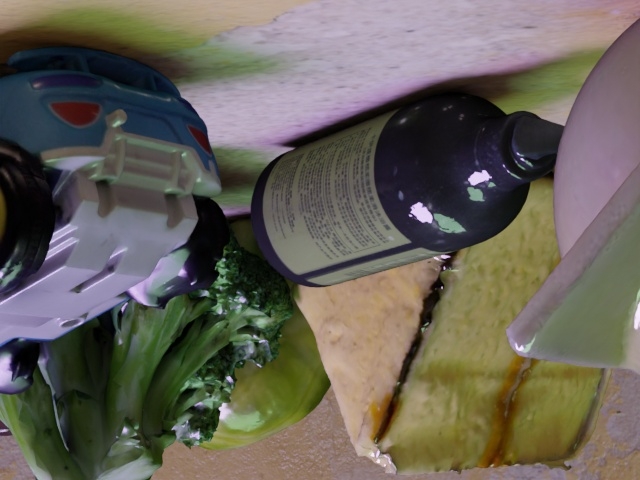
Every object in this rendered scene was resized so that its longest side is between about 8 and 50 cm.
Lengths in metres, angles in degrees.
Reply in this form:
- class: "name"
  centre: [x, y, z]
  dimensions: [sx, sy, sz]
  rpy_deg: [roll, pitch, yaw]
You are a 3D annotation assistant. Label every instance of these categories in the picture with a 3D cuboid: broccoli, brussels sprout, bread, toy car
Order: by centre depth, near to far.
- class: "toy car"
  centre: [-0.210, -0.006, 1.082]
  dimensions: [0.314, 0.166, 0.198]
  rpy_deg: [-29, 158, 30]
- class: "broccoli"
  centre: [-0.162, 0.069, 1.352]
  dimensions: [0.265, 0.245, 0.294]
  rpy_deg: [-24, 159, 35]
- class: "bread"
  centre: [0.154, 0.053, 1.400]
  dimensions: [0.263, 0.198, 0.236]
  rpy_deg: [2, 143, -46]
- class: "brussels sprout"
  centre: [-0.074, 0.084, 1.595]
  dimensions: [0.223, 0.223, 0.161]
  rpy_deg: [-11, 153, 41]

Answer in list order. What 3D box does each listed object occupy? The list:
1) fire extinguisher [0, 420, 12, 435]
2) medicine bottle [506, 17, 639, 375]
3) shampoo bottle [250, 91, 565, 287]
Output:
- class: "fire extinguisher"
  centre: [-0.300, 0.111, 1.656]
  dimensions: [0.105, 0.141, 0.341]
  rpy_deg: [-19, 153, -2]
- class: "medicine bottle"
  centre: [0.258, -0.017, 0.950]
  dimensions: [0.235, 0.236, 0.406]
  rpy_deg: [-9, 170, 33]
- class: "shampoo bottle"
  centre: [0.063, -0.038, 1.189]
  dimensions: [0.101, 0.101, 0.284]
  rpy_deg: [3, 169, -32]
